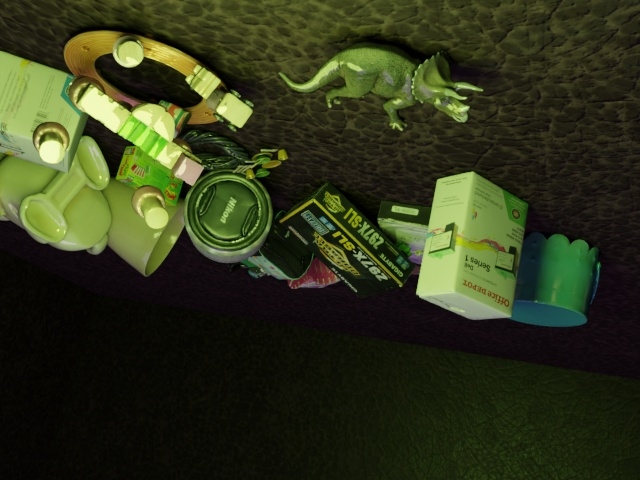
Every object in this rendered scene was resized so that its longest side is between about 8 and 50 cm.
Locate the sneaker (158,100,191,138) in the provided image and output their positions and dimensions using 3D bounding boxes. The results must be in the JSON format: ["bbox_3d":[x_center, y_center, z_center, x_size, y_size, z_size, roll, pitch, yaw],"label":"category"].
[{"bbox_3d":[-0.325,-0.253,1.565,0.075,0.057,0.161,34,160,-12],"label":"sneaker"}]

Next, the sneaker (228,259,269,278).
[{"bbox_3d":[-0.174,0.078,2.517,0.302,0.121,0.108,6,163,21],"label":"sneaker"}]

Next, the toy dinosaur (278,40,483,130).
[{"bbox_3d":[0.096,-0.273,1.214,0.313,0.121,0.160,18,151,-3],"label":"toy dinosaur"}]

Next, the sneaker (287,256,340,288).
[{"bbox_3d":[0.005,0.109,2.545,0.252,0.103,0.111,-10,171,42],"label":"sneaker"}]

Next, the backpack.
[{"bbox_3d":[-0.119,0.026,2.176,0.188,0.166,0.144,39,151,-24],"label":"backpack"}]

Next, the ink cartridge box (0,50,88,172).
[{"bbox_3d":[-0.634,-0.278,1.594,0.232,0.171,0.168,18,163,-14],"label":"ink cartridge box"}]

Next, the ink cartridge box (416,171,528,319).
[{"bbox_3d":[0.342,0.018,1.646,0.201,0.278,0.117,23,161,-33],"label":"ink cartridge box"}]

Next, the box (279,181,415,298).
[{"bbox_3d":[0.066,0.008,1.959,0.322,0.079,0.257,44,155,-9],"label":"box"}]

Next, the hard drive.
[{"bbox_3d":[0.282,-0.005,2.001,0.237,0.064,0.339,10,164,11],"label":"hard drive"}]

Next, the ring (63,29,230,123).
[{"bbox_3d":[-0.337,-0.323,1.468,0.336,0.032,0.336,11,164,3],"label":"ring"}]

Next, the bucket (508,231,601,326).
[{"bbox_3d":[0.584,0.109,1.936,0.281,0.183,0.281,12,164,3],"label":"bucket"}]

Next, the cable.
[{"bbox_3d":[-0.252,-0.215,1.754,0.184,0.047,0.150,8,155,4],"label":"cable"}]

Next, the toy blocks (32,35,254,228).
[{"bbox_3d":[-0.347,-0.231,1.416,0.288,0.309,0.260,36,-177,-27],"label":"toy blocks"}]

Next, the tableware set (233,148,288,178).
[{"bbox_3d":[-0.132,-0.178,1.749,0.104,0.024,0.154,-5,166,-37],"label":"tableware set"}]

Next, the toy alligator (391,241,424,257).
[{"bbox_3d":[0.206,0.025,1.965,0.051,0.056,0.189,59,151,-7],"label":"toy alligator"}]

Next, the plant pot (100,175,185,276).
[{"bbox_3d":[-0.561,-0.072,2.161,0.274,0.256,0.256,30,163,2],"label":"plant pot"}]

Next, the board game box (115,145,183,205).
[{"bbox_3d":[-0.447,-0.168,1.955,0.043,0.092,0.181,1,160,37],"label":"board game box"}]

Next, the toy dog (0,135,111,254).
[{"bbox_3d":[-0.774,-0.142,2.008,0.408,0.285,0.395,17,159,27],"label":"toy dog"}]

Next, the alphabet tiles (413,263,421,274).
[{"bbox_3d":[0.206,0.077,2.304,0.285,0.011,0.342,15,173,-28],"label":"alphabet tiles"}]

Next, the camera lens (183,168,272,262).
[{"bbox_3d":[-0.238,-0.057,1.911,0.219,0.219,0.274,14,171,-5],"label":"camera lens"}]
